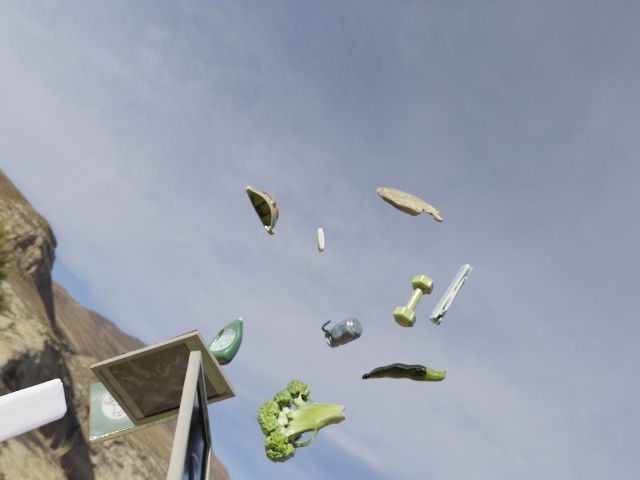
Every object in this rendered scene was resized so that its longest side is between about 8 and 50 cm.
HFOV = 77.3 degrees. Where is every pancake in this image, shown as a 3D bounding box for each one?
[{"bbox_3d":[0.273,-0.117,1.230,0.029,0.235,0.212,-67,-149,21],"label":"pancake"}]

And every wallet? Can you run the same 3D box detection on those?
[{"bbox_3d":[-0.669,0.382,0.880,0.033,0.190,0.095,-12,-90,37],"label":"wallet"}]

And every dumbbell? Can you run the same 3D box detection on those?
[{"bbox_3d":[0.493,0.318,2.110,0.121,0.302,0.108,34,-29,9],"label":"dumbbell"}]

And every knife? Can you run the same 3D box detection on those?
[{"bbox_3d":[0.475,0.191,1.441,0.041,0.265,0.073,36,-22,9],"label":"knife"}]

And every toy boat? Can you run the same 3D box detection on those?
[{"bbox_3d":[-0.192,-0.109,1.384,0.089,0.071,0.185,-26,-87,36],"label":"toy boat"}]

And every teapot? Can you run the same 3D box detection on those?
[{"bbox_3d":[0.046,0.202,0.883,0.083,0.049,0.063,-35,-45,30],"label":"teapot"}]

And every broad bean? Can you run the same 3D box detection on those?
[{"bbox_3d":[0.285,0.459,1.396,0.298,0.060,0.043,-6,-18,22],"label":"broad bean"}]

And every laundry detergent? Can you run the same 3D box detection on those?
[{"bbox_3d":[-0.360,0.381,1.546,0.137,0.211,0.063,-12,-59,24],"label":"laundry detergent"}]

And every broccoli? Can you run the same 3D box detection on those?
[{"bbox_3d":[-0.081,0.650,1.478,0.254,0.302,0.186,-129,-155,-52],"label":"broccoli"}]

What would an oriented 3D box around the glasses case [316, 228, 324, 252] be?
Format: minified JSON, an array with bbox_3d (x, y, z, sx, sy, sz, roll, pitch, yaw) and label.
[{"bbox_3d":[0.000,0.000,1.325,0.032,0.021,0.083,120,-31,-62],"label":"glasses case"}]

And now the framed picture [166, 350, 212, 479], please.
[{"bbox_3d":[-0.184,0.351,0.572,0.315,0.024,0.232,-112,-159,-62],"label":"framed picture"}]

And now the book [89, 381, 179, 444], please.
[{"bbox_3d":[-0.715,0.634,1.607,0.260,0.371,0.043,-127,-144,-47],"label":"book"}]

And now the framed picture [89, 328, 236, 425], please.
[{"bbox_3d":[-0.367,0.330,0.946,0.281,0.019,0.209,-20,-67,8],"label":"framed picture"}]
